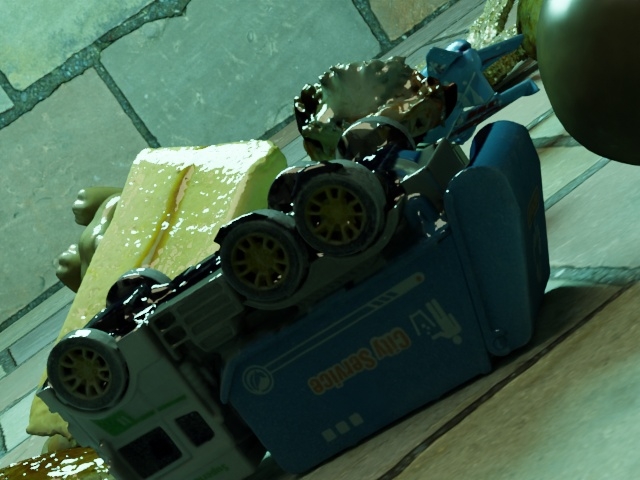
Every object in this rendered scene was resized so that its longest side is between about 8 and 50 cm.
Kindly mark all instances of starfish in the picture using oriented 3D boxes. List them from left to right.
[{"bbox_3d":[0.217,-0.227,2.040,0.301,0.084,0.293,-39,13,-2],"label":"starfish"}]

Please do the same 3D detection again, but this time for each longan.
[{"bbox_3d":[0.244,-0.144,1.173,0.198,0.198,0.212,-33,6,11],"label":"longan"}]

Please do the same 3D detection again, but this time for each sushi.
[{"bbox_3d":[0.030,-0.103,1.458,0.097,0.103,0.226,-38,3,-26],"label":"sushi"}]

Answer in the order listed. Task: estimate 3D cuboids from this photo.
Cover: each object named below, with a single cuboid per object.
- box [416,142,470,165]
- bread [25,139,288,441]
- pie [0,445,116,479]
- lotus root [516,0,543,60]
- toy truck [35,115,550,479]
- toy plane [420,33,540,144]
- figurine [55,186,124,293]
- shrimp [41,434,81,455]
[{"bbox_3d":[0.061,-0.017,1.489,0.129,0.086,0.225,-35,9,-8],"label":"box"},{"bbox_3d":[-0.136,0.036,1.398,0.168,0.163,0.264,-4,22,35],"label":"bread"},{"bbox_3d":[-0.196,0.200,1.335,0.163,0.079,0.193,-26,6,-36],"label":"pie"},{"bbox_3d":[0.263,-0.224,1.695,0.241,0.124,0.123,-99,32,-77],"label":"lotus root"},{"bbox_3d":[-0.011,0.045,1.137,0.367,0.175,0.146,-31,8,23],"label":"toy truck"},{"bbox_3d":[0.092,-0.111,1.678,0.254,0.105,0.271,-13,-23,-37],"label":"toy plane"},{"bbox_3d":[-0.172,0.029,1.891,0.173,0.247,0.177,15,68,31],"label":"figurine"},{"bbox_3d":[-0.138,0.132,1.540,0.267,0.061,0.145,-35,1,11],"label":"shrimp"}]
